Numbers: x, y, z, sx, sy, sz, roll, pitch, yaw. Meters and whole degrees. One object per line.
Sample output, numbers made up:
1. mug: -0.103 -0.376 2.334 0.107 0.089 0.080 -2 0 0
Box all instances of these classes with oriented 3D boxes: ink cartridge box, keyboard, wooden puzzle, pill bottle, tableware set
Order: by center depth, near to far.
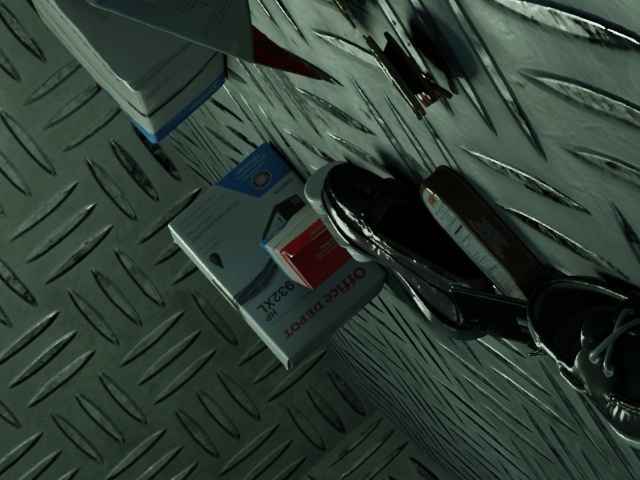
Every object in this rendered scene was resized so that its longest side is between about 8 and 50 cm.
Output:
1. tableware set: 0.048 -0.199 1.280 0.194 0.039 0.128 55 -175 2
2. ink cartridge box: -0.171 -0.295 1.363 0.308 0.091 0.385 41 -164 25
3. wooden puzzle: 0.093 -0.151 1.371 0.049 0.006 0.083 49 173 -1
4. keyboard: 0.234 0.086 1.506 0.192 0.038 0.100 14 145 37
5. pill bottle: 0.042 -0.038 1.973 0.078 0.078 0.137 40 168 52
6. ink cartridge box: -0.290 -0.328 2.097 0.285 0.166 0.395 48 174 3
7. ink cartridge box: 0.000 0.000 2.191 0.078 0.134 0.231 52 173 -12
8. ink cartridge box: -0.071 0.027 2.397 0.307 0.223 0.129 48 172 9

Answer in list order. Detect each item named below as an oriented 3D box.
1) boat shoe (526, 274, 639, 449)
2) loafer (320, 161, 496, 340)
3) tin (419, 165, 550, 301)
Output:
1. boat shoe: 0.260 0.099 1.249 0.091 0.114 0.302 45 173 -14
2. loafer: 0.109 -0.011 1.694 0.302 0.109 0.095 47 152 33
3. tin: 0.178 0.001 1.538 0.189 0.040 0.106 49 168 5
